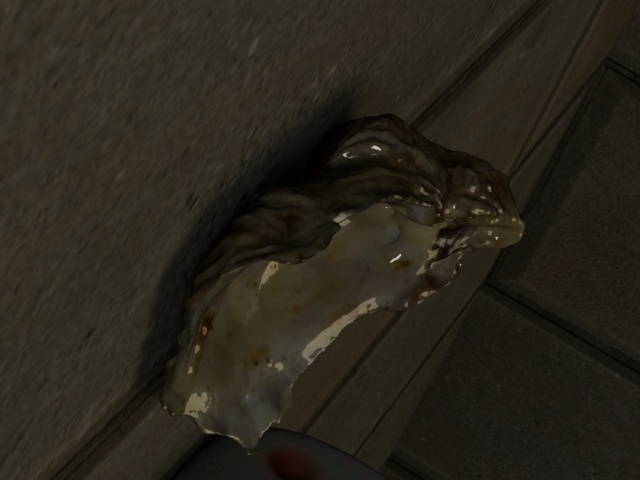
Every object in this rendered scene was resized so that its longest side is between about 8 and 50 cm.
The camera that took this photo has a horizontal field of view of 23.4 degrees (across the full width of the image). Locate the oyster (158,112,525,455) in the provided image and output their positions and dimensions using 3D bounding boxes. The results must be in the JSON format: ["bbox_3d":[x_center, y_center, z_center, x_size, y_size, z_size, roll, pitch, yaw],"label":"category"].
[{"bbox_3d":[0.002,0.005,0.807,0.233,0.107,0.161,-28,158,-35],"label":"oyster"}]

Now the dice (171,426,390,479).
[{"bbox_3d":[-0.036,0.252,1.027,0.194,0.193,0.192,-62,171,27],"label":"dice"}]
